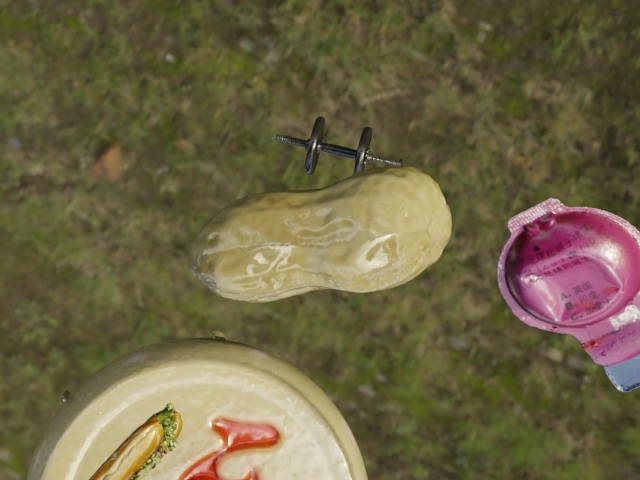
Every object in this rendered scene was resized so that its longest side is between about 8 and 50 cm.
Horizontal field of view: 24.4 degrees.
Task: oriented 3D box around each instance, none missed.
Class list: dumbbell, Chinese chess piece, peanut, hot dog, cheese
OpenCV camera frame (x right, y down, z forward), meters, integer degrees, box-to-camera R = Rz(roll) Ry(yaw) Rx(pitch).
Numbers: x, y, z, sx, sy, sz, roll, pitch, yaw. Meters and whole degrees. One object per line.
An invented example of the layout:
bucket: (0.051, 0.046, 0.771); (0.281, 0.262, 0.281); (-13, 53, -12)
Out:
dumbbell: (0.021, -0.102, 1.690); (0.147, 0.069, 0.069); (12, 146, 5)
Chinese chess piece: (-0.095, 0.208, 1.142); (0.273, 0.273, 0.102); (31, 177, -5)
peanut: (0.000, 0.000, 1.406); (0.256, 0.123, 0.123); (-11, 142, -3)
hot dog: (-0.099, 0.119, 0.780); (0.021, 0.037, 0.083); (50, 118, 14)
cheese: (0.271, 0.054, 1.472); (0.155, 0.062, 0.244); (-29, 115, 23)
